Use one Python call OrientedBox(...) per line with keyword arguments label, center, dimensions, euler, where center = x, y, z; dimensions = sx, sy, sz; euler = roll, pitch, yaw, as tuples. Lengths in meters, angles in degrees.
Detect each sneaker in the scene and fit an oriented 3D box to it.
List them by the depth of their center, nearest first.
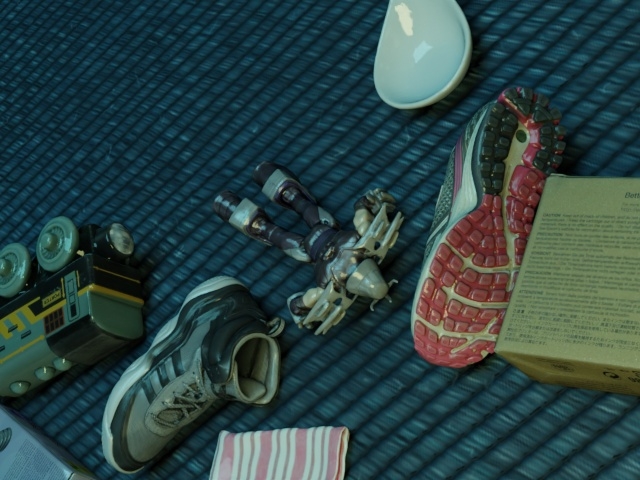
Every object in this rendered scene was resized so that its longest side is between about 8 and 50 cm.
OrientedBox(label="sneaker", center=(0.169, -0.008, 1.293), dimensions=(0.299, 0.121, 0.112), euler=(-68, 14, -14))
OrientedBox(label="sneaker", center=(-0.145, 0.174, 1.450), dimensions=(0.268, 0.101, 0.153), euler=(-55, 39, -5))

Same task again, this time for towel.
OrientedBox(label="towel", center=(-0.058, 0.273, 1.363), dimensions=(0.197, 0.029, 0.144), euler=(-9, 58, 39))

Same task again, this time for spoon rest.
OrientedBox(label="spoon rest", center=(0.127, -0.280, 1.514), dimensions=(0.137, 0.084, 0.276), euler=(-16, 53, 35))

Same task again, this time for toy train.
OrientedBox(label="toy train", center=(-0.380, 0.102, 1.697), dimensions=(0.334, 0.142, 0.190), euler=(-28, 57, 27))

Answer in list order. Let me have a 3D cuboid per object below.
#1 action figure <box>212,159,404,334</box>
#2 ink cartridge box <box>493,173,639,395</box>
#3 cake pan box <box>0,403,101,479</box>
OrientedBox(label="action figure", center=(0.000, 0.000, 1.444), dimensions=(0.185, 0.099, 0.285), euler=(-48, 45, -4))
OrientedBox(label="ink cartridge box", center=(0.299, 0.042, 1.143), dimensions=(0.235, 0.088, 0.193), euler=(4, 66, 44))
OrientedBox(label="cake pan box", center=(-0.420, 0.372, 1.602), dimensions=(0.246, 0.070, 0.266), euler=(21, 79, 49))
